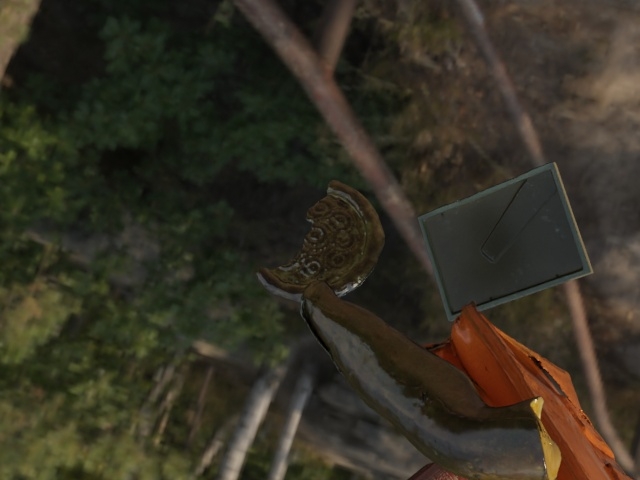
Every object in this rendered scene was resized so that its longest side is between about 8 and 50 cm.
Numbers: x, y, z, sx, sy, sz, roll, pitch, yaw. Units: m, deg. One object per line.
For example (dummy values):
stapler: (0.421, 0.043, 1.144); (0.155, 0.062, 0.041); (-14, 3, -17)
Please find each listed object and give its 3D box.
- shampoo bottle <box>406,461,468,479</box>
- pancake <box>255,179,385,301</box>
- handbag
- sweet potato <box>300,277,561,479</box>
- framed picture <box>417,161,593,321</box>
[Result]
shampoo bottle: (0.222, 0.505, 2.123); (0.118, 0.076, 0.314); (51, -164, 12)
pancake: (0.000, 0.000, 1.531); (0.184, 0.190, 0.020); (-3, 154, 10)
handbag: (0.261, 0.265, 1.108); (0.303, 0.116, 0.410); (37, -163, -45)
sweet potato: (0.095, 0.128, 0.972); (0.085, 0.112, 0.286); (-21, -131, -41)
framed picture: (0.281, 0.005, 1.682); (0.250, 0.184, 0.016); (-24, 166, 30)
